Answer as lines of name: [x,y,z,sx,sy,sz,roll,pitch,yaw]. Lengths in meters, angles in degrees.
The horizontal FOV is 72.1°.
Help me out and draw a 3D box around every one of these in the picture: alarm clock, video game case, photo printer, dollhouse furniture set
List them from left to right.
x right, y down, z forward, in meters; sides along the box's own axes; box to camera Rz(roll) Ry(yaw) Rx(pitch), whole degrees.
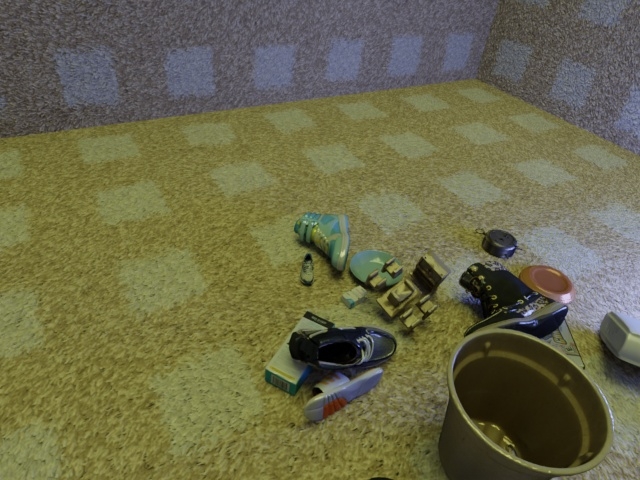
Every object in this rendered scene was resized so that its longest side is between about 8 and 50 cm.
dollhouse furniture set: [0.293,0.164,1.459,0.242,0.161,0.212,-34,70,-19]
alarm clock: [0.714,-0.002,1.789,0.129,0.064,0.192,-24,45,-33]
video game case: [0.661,0.293,1.398,0.247,0.035,0.275,2,36,9]
photo printer: [1.036,0.334,1.314,0.307,0.107,0.256,21,13,18]

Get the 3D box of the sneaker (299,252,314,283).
sneaker: [-0.047,0.097,1.557,0.052,0.058,0.135,2,39,-6]

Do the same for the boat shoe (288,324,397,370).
boat shoe: [0.097,0.299,1.190,0.340,0.128,0.158,3,-3,-26]

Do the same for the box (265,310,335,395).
box: [-0.056,0.320,1.275,0.100,0.060,0.244,22,41,17]

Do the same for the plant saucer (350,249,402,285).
plant saucer: [0.200,0.109,1.594,0.194,0.038,0.195,5,39,-4]

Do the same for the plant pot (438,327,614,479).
plant pot: [0.415,0.430,1.009,0.333,0.306,0.334,4,39,-4]

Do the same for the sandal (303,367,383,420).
sandal: [0.052,0.392,1.180,0.265,0.102,0.076,-13,40,-36]

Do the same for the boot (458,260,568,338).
boot: [0.543,0.202,1.388,0.376,0.138,0.284,-14,37,-21]

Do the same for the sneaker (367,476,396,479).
sneaker: [0.240,0.598,0.909,0.340,0.140,0.125,26,44,25]

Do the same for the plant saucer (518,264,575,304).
plant saucer: [0.842,0.156,1.627,0.199,0.037,0.200,4,38,-3]

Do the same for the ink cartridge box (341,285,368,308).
ink cartridge box: [0.117,0.191,1.486,0.083,0.028,0.048,-24,48,-32]

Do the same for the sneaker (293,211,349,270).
sneaker: [0.000,0.000,1.636,0.207,0.127,0.319,6,29,-3]
